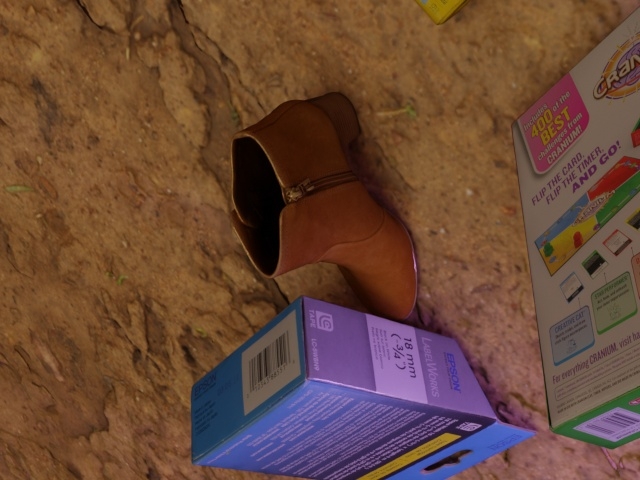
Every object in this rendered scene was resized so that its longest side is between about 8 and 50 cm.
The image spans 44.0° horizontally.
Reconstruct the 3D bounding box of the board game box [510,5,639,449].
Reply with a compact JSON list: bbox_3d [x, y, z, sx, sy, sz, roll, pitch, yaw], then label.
[{"bbox_3d":[0.258,-0.036,0.596,0.064,0.316,0.242,20,141,-21],"label":"board game box"}]

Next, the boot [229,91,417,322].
[{"bbox_3d":[0.001,-0.001,0.831,0.104,0.211,0.295,-7,111,33],"label":"boot"}]

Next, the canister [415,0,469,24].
[{"bbox_3d":[0.094,-0.297,0.714,0.170,0.073,0.126,47,127,-2],"label":"canister"}]

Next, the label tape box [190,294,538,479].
[{"bbox_3d":[0.048,0.200,0.942,0.334,0.106,0.240,19,138,-32],"label":"label tape box"}]
